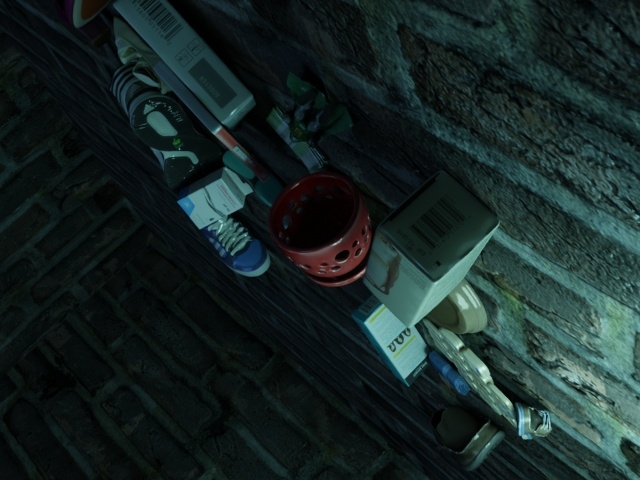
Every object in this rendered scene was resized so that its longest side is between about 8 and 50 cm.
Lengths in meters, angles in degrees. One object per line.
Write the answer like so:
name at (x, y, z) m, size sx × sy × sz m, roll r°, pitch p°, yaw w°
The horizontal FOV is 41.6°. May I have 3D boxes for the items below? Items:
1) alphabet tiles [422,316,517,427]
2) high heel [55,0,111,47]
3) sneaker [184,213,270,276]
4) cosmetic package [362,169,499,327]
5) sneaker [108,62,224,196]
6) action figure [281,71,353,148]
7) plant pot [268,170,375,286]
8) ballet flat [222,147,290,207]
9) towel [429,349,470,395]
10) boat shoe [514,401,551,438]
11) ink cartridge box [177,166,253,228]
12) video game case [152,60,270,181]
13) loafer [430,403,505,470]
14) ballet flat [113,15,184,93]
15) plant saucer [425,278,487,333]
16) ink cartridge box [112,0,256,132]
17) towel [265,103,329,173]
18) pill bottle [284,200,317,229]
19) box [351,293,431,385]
alphabet tiles at (0.331, 0.284, 1.831) m, size 0.278 × 0.021 × 0.284 m, roll 46°, pitch 173°, yaw 35°
high heel at (-0.574, -0.575, 1.934) m, size 0.181 × 0.127 × 0.377 m, roll 48°, pitch 163°, yaw -2°
sneaker at (-0.304, -0.040, 2.594) m, size 0.323 × 0.130 × 0.236 m, roll 42°, pitch 170°, yaw 37°
cosmetic package at (0.172, 0.023, 1.390) m, size 0.129 × 0.153 × 0.296 m, roll 45°, pitch 164°, yaw 13°
sneaker at (-0.400, -0.307, 2.202) m, size 0.257 × 0.169 × 0.447 m, roll 57°, pitch 177°, yaw 31°
action figure at (-0.025, -0.211, 1.498) m, size 0.137 × 0.063 × 0.232 m, roll 44°, pitch 169°, yaw -2°
plant pot at (0.012, -0.013, 1.666) m, size 0.191 × 0.191 × 0.174 m, roll 36°, pitch 165°, yaw 36°
ballet flat at (-0.147, -0.151, 2.002) m, size 0.203 × 0.074 × 0.074 m, roll 41°, pitch 166°, yaw -5°
towel at (0.304, 0.315, 2.001) m, size 0.119 × 0.029 × 0.067 m, roll 46°, pitch 173°, yaw 42°
boat shoe at (0.439, 0.369, 1.731) m, size 0.066 × 0.066 × 0.183 m, roll -7°, pitch 160°, yaw 17°
ink cartridge box at (-0.270, -0.118, 2.198) m, size 0.104 × 0.180 × 0.060 m, roll 53°, pitch -158°, yaw -28°
video game case at (-0.215, -0.235, 1.712) m, size 0.204 × 0.025 × 0.285 m, roll 47°, pitch -178°, yaw 22°
loafer at (0.358, 0.502, 2.185) m, size 0.130 × 0.134 × 0.366 m, roll 46°, pitch 166°, yaw 1°
ballet flat at (-0.425, -0.432, 1.980) m, size 0.248 × 0.086 × 0.086 m, roll 43°, pitch 165°, yaw 15°
plant saucer at (0.212, 0.088, 1.671) m, size 0.278 × 0.041 × 0.278 m, roll 43°, pitch 165°, yaw 15°
ink cartridge box at (-0.262, -0.369, 1.759) m, size 0.308 × 0.091 × 0.385 m, roll 47°, pitch -178°, yaw -4°
towel at (-0.051, -0.197, 1.675) m, size 0.152 × 0.023 × 0.113 m, roll 47°, pitch 165°, yaw -4°
pill bottle at (0.000, 0.000, 1.919) m, size 0.169 × 0.094 × 0.094 m, roll 53°, pitch 164°, yaw -22°
box at (0.179, 0.235, 2.040) m, size 0.060 × 0.100 × 0.244 m, roll 27°, pitch 156°, yaw 55°
